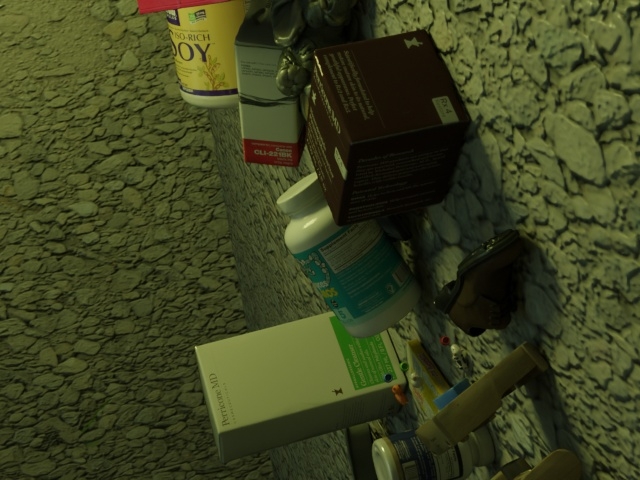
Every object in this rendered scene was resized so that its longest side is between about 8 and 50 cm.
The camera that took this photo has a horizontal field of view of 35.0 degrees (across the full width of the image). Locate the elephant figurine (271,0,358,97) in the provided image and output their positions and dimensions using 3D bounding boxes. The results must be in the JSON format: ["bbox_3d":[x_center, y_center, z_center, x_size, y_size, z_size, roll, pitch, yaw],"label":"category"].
[{"bbox_3d":[0.003,-0.359,1.671,0.169,0.186,0.239,-31,-54,-61],"label":"elephant figurine"}]

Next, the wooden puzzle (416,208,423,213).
[{"bbox_3d":[0.150,-0.074,1.578,0.083,0.006,0.049,103,151,-63],"label":"wooden puzzle"}]

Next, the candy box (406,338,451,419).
[{"bbox_3d":[0.193,0.263,1.698,0.206,0.027,0.105,-122,20,-56],"label":"candy box"}]

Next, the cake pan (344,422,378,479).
[{"bbox_3d":[0.104,0.520,2.162,0.293,0.054,0.293,-12,-90,-88],"label":"cake pan"}]

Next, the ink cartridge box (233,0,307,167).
[{"bbox_3d":[-0.081,-0.308,1.937,0.197,0.114,0.273,-75,-13,-45],"label":"ink cartridge box"}]

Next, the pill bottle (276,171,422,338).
[{"bbox_3d":[0.039,0.018,1.655,0.264,0.146,0.146,55,171,-11],"label":"pill bottle"}]

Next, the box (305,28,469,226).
[{"bbox_3d":[0.084,-0.153,1.415,0.203,0.167,0.168,97,157,-58],"label":"box"}]

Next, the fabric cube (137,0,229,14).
[{"bbox_3d":[-0.170,-0.541,1.730,0.259,0.254,0.258,5,112,44],"label":"fabric cube"}]

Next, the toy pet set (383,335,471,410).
[{"bbox_3d":[0.176,0.215,1.523,0.114,0.122,0.065,56,171,8],"label":"toy pet set"}]

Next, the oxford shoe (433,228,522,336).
[{"bbox_3d":[0.220,0.058,1.290,0.096,0.083,0.227,52,160,17],"label":"oxford shoe"}]

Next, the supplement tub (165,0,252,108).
[{"bbox_3d":[-0.210,-0.476,2.203,0.241,0.241,0.331,-126,25,-60],"label":"supplement tub"}]

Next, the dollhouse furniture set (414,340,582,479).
[{"bbox_3d":[0.263,0.276,1.261,0.242,0.161,0.212,51,162,11],"label":"dollhouse furniture set"}]

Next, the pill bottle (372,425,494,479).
[{"bbox_3d":[0.171,0.324,1.530,0.094,0.169,0.094,167,90,-77],"label":"pill bottle"}]

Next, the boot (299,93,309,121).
[{"bbox_3d":[0.030,-0.193,1.825,0.165,0.077,0.213,-133,27,-67],"label":"boot"}]

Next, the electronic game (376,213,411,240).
[{"bbox_3d":[0.077,-0.096,1.623,0.229,0.048,0.229,56,-174,-9],"label":"electronic game"}]

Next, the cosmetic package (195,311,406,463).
[{"bbox_3d":[-0.042,0.271,1.957,0.155,0.365,0.197,96,156,-57],"label":"cosmetic package"}]

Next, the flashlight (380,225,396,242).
[{"bbox_3d":[0.046,-0.031,1.876,0.103,0.103,0.304,53,178,-27],"label":"flashlight"}]
